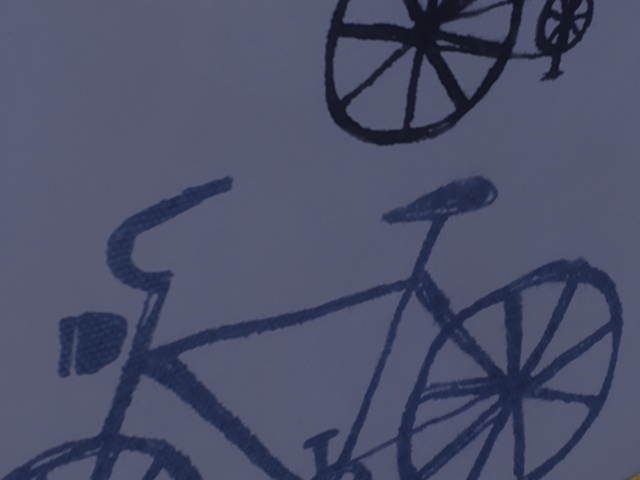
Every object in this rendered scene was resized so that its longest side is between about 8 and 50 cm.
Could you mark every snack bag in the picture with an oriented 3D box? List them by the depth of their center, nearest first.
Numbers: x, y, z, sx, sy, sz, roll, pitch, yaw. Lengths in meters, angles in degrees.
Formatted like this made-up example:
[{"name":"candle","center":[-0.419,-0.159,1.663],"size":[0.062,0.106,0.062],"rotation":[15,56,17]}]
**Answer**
[{"name":"snack bag","center":[0.005,-0.030,0.424],"size":[0.037,0.323,0.343],"rotation":[36,-46,42]}]
